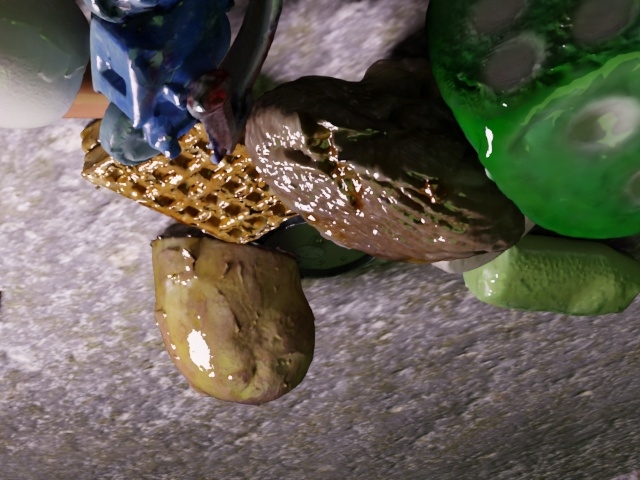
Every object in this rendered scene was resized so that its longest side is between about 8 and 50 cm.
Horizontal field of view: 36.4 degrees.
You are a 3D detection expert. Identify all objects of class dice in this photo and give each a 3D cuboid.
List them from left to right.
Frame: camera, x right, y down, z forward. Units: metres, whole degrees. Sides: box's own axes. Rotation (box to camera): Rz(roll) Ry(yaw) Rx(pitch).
[{"bbox_3d":[0.308,-0.197,1.056,0.287,0.297,0.300,-27,136,32],"label":"dice"}]

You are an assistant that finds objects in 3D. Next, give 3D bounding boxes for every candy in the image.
[{"bbox_3d":[0.420,0.056,1.742,0.343,0.132,0.142,8,106,-26],"label":"candy"}]

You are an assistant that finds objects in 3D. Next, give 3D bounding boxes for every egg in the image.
[{"bbox_3d":[-0.363,-0.219,1.044,0.217,0.183,0.183,18,144,-32],"label":"egg"}]

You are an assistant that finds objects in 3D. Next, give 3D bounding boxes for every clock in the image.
[{"bbox_3d":[0.000,0.000,1.643,0.215,0.042,0.215,-4,151,-2],"label":"clock"}]

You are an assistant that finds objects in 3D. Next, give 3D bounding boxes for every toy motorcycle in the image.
[{"bbox_3d":[-0.156,-0.234,1.058,0.182,0.241,0.319,20,144,6],"label":"toy motorcycle"}]

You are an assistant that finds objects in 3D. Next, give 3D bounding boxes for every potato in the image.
[{"bbox_3d":[-0.153,0.147,1.610,0.288,0.237,0.301,6,162,6],"label":"potato"}]

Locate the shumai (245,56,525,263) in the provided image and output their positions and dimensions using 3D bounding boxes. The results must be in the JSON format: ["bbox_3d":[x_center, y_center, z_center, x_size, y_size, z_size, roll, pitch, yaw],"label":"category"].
[{"bbox_3d":[0.107,-0.137,1.164,0.346,0.283,0.217,26,154,4],"label":"shumai"}]

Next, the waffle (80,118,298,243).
[{"bbox_3d":[-0.155,-0.107,1.375,0.213,0.091,0.308,-27,145,33],"label":"waffle"}]

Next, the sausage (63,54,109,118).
[{"bbox_3d":[-0.349,-0.192,1.193,0.289,0.086,0.086,1,150,-10],"label":"sausage"}]

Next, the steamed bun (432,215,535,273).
[{"bbox_3d":[0.227,-0.068,1.443,0.232,0.145,0.232,-29,154,-15],"label":"steamed bun"}]
